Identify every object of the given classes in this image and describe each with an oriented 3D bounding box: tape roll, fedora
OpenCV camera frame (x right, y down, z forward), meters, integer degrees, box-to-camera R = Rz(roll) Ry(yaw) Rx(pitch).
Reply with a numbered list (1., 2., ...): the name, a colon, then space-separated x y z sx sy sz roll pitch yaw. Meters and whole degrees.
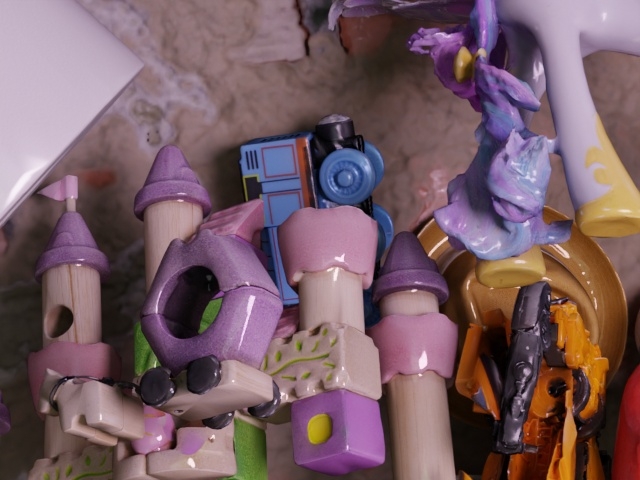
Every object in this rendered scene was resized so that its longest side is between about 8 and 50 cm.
1. tape roll: -0.246 -0.045 1.081 0.100 0.286 0.286 42 87 -9
2. fedora: 0.150 0.060 1.242 0.194 0.079 0.194 0 93 -7

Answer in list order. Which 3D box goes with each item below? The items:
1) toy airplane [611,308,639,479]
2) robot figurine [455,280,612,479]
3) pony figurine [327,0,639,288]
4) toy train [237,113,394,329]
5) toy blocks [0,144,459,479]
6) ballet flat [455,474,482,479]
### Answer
1. toy airplane: 0.366 0.090 1.208 0.386 0.272 0.384 -56 136 -10
2. robot figurine: 0.140 0.173 1.074 0.085 0.211 0.291 -6 61 22
3. pony figurine: 0.163 -0.158 1.073 0.351 0.303 0.363 -3 68 7
4. toy train: 0.000 0.000 1.218 0.105 0.080 0.184 -7 99 10
5. toy blocks: -0.090 0.039 1.075 0.288 0.309 0.260 -16 64 27
6. ballet flat: 0.036 0.269 1.203 0.409 0.147 0.147 -23 96 -18
